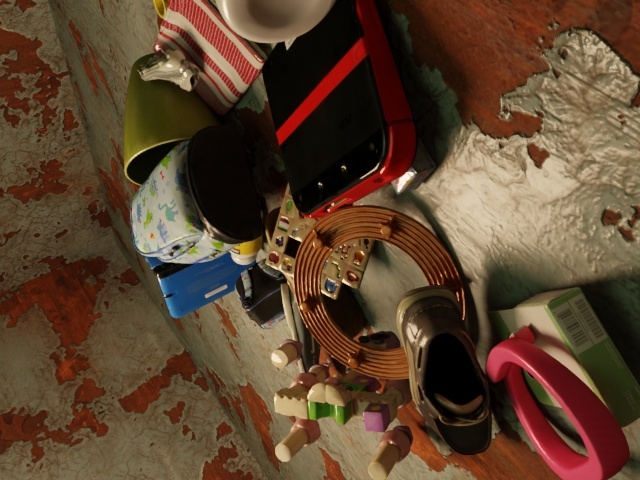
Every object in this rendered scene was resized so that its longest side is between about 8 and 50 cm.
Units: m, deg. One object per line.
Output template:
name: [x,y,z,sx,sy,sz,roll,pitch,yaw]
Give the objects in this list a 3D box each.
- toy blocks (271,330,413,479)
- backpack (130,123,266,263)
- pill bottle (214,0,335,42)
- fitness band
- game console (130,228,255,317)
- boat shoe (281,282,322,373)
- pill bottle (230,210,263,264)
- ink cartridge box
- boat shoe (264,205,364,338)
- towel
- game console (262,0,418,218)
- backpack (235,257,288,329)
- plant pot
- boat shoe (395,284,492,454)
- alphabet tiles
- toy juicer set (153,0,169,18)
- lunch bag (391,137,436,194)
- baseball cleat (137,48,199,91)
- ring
toy blocks: [0.069,0.317,1.252,0.289,0.260,0.309,1,100,27]
backpack: [-0.316,-0.077,1.379,0.355,0.273,0.290,-33,69,63]
pill bottle: [-0.112,-0.475,0.835,0.334,0.188,0.188,64,156,24]
fitness band: [0.315,0.234,0.776,0.209,0.054,0.291,58,175,28]
game console: [-0.367,0.042,1.667,0.173,0.293,0.250,33,141,47]
boat shoe: [-0.022,0.246,1.434,0.116,0.099,0.319,-106,3,-67]
pill bottle: [-0.210,-0.019,1.540,0.103,0.103,0.184,47,149,30]
ink cartridge box: [0.332,0.157,0.787,0.171,0.056,0.235,60,176,7]
boat shoe: [-0.032,0.085,1.303,0.342,0.123,0.123,56,152,2]
towel: [-0.256,-0.415,1.250,0.237,0.037,0.329,44,158,-13]
game console: [0.013,-0.232,0.966,0.386,0.060,0.342,-26,75,63]
backpack: [-0.144,0.131,1.509,0.117,0.158,0.173,59,173,-33]
plant pot: [-0.393,-0.328,1.465,0.275,0.275,0.293,134,123,-62]
boat shoe: [0.208,0.243,0.920,0.130,0.132,0.355,-93,-20,-62]
alphabet tiles: [0.000,0.000,1.158,0.237,0.009,0.198,24,104,31]
toy juicer set: [-0.290,-0.524,1.247,0.329,0.089,0.209,-13,102,62]
lunch bag: [0.132,-0.126,0.890,0.083,0.053,0.071,66,154,16]
baseball cleat: [-0.354,-0.387,1.317,0.109,0.072,0.206,41,165,-31]
ring: [0.092,0.102,1.009,0.337,0.032,0.336,10,112,25]
